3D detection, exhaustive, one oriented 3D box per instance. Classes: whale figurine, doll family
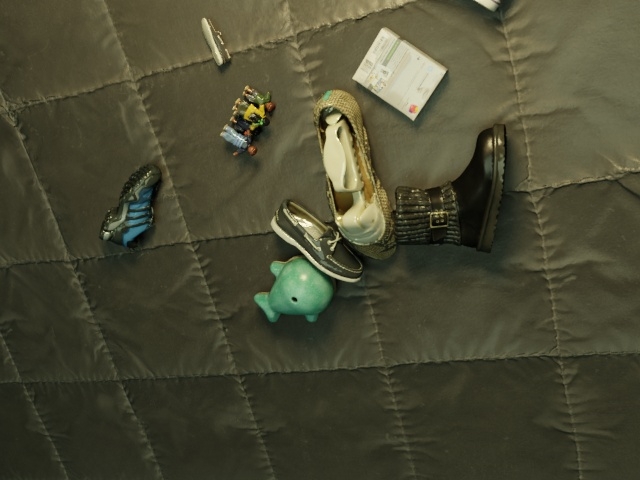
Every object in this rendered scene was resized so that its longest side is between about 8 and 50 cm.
[{"bbox_3d":[-0.085,0.160,1.905,0.272,0.141,0.216,-30,101,30],"label":"whale figurine"},{"bbox_3d":[-0.190,-0.315,1.773,0.111,0.076,0.193,32,125,-1],"label":"doll family"}]

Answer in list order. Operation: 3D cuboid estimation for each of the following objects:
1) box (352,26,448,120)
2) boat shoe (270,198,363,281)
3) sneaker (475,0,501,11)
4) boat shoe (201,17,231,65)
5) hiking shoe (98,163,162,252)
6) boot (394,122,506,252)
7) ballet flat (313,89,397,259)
[{"bbox_3d":[0.193,-0.406,1.602,0.186,0.038,0.145,35,121,4],"label":"box"},{"bbox_3d":[0.000,0.000,1.817,0.302,0.114,0.091,33,126,3],"label":"boat shoe"},{"bbox_3d":[0.301,-0.639,1.427,0.282,0.102,0.161,27,117,-5],"label":"sneaker"},{"bbox_3d":[-0.273,-0.525,1.725,0.046,0.038,0.125,-1,114,67],"label":"boat shoe"},{"bbox_3d":[-0.551,-0.104,2.003,0.132,0.113,0.304,28,118,-28],"label":"hiking shoe"},{"bbox_3d":[0.313,-0.128,1.617,0.260,0.131,0.348,9,116,11],"label":"boot"},{"bbox_3d":[0.075,-0.140,1.683,0.163,0.182,0.483,-11,109,18],"label":"ballet flat"}]
